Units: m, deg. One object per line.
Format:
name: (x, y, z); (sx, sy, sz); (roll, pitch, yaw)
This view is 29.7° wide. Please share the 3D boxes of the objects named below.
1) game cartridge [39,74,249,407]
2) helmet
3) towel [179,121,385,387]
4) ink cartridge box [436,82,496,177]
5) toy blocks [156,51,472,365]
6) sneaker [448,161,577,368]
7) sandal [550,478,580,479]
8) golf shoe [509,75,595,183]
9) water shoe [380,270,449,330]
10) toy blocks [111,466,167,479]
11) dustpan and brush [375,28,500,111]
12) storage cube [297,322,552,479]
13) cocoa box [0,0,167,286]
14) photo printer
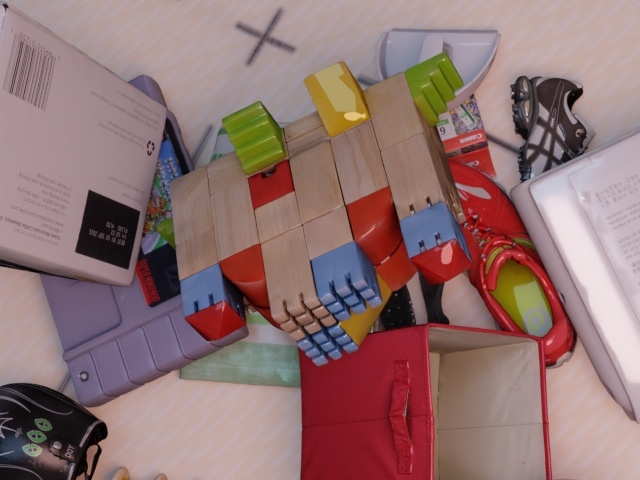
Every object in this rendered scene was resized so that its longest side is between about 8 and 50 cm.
game cartridge: (-0.242, -0.004, 1.469); (0.230, 0.068, 0.355); (-27, 71, 17)
helmet: (-0.345, 0.243, 1.399); (0.161, 0.169, 0.169); (16, 81, 6)
towel: (-0.032, 0.015, 1.452); (0.248, 0.038, 0.325); (3, 80, 14)
ink cartridge box: (0.165, -0.125, 1.443); (0.063, 0.029, 0.115); (-17, 73, 8)
toy blocks: (0.000, 0.000, 1.239); (0.381, 0.191, 0.261); (-24, 48, 14)
sneaker: (0.203, 0.015, 1.358); (0.107, 0.118, 0.279); (-34, 73, 2)
sandal: (0.363, 0.388, 1.183); (0.416, 0.102, 0.169); (30, 85, -7)
golf shoe: (0.272, -0.099, 1.392); (0.094, 0.077, 0.198); (-5, 78, 10)
water shoe: (0.100, 0.018, 1.392); (0.073, 0.080, 0.203); (-11, 81, 42)
toy blocks: (-0.179, 0.312, 1.372); (0.148, 0.123, 0.054); (7, 110, 14)
dustpan and brush: (0.124, -0.175, 1.414); (0.147, 0.060, 0.211); (4, 67, 18)
storage cube: (0.108, 0.195, 1.267); (0.193, 0.215, 0.183); (-14, 72, 44)
cocoa box: (-0.361, -0.097, 1.312); (0.228, 0.347, 0.231); (8, 82, 22)
photo printer: (0.382, 0.028, 1.297); (0.256, 0.107, 0.307); (-26, 87, -1)
